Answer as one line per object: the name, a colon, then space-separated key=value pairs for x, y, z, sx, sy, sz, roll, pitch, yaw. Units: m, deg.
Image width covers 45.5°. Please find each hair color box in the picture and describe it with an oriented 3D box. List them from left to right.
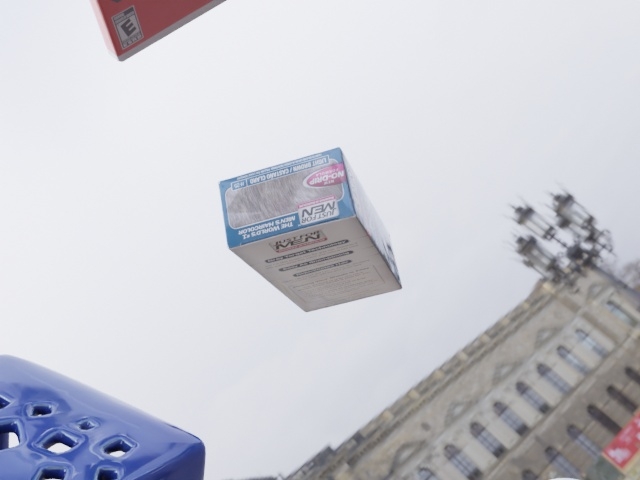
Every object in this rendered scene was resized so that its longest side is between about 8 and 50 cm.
hair color box: x=0.000 y=0.000 z=1.111 sx=0.173 sy=0.105 sz=0.347 roll=-15 pitch=-22 yaw=10

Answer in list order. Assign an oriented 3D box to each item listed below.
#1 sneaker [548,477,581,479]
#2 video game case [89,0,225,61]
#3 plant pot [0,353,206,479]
sneaker: x=0.176 y=0.239 z=0.527 sx=0.058 sy=0.085 sz=0.152 roll=-6 pitch=-55 yaw=7
video game case: x=-0.132 y=-0.315 z=0.645 sx=0.204 sy=0.025 sz=0.285 roll=-38 pitch=-33 yaw=-22
plant pot: x=-0.244 y=0.244 z=0.550 sx=0.212 sy=0.235 sz=0.236 roll=-14 pitch=-65 yaw=-60
